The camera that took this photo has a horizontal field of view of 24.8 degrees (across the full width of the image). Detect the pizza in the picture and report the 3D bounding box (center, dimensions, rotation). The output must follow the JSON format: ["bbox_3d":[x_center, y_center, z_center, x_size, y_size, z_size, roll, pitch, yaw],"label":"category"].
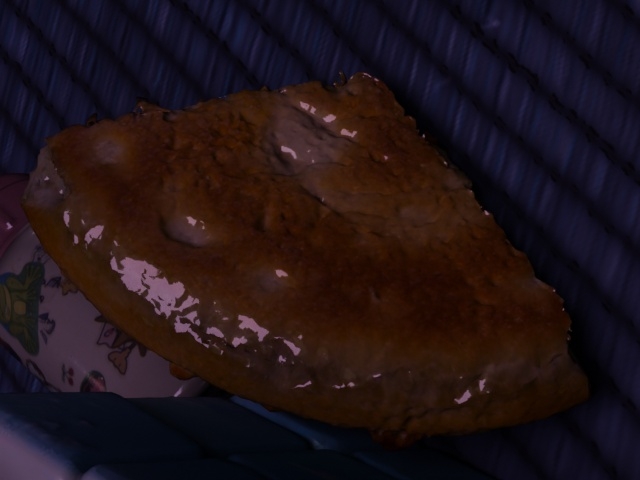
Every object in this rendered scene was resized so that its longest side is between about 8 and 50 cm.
[{"bbox_3d":[0.000,0.000,0.817,0.335,0.226,0.086,19,140,7],"label":"pizza"}]

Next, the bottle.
[{"bbox_3d":[-0.140,0.046,0.919,0.253,0.120,0.120,34,104,32],"label":"bottle"}]

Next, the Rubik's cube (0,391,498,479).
[{"bbox_3d":[-0.011,0.272,0.692,0.322,0.316,0.318,24,98,34],"label":"Rubik's cube"}]

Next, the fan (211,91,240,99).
[{"bbox_3d":[-0.031,-0.028,0.922,0.175,0.005,0.113,29,100,34],"label":"fan"}]
